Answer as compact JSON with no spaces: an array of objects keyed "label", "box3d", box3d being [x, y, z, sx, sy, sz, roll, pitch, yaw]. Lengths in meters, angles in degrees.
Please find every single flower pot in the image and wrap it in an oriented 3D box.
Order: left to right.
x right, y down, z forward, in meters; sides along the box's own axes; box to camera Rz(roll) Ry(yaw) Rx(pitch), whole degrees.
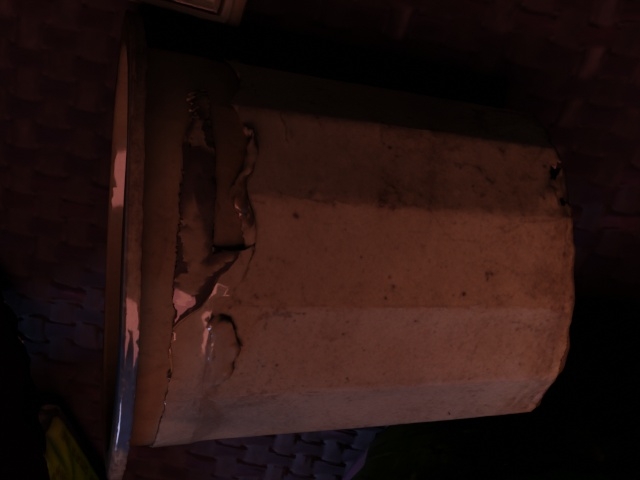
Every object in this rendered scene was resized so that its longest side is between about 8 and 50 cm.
[{"label":"flower pot","box3d":[0.000,0.000,0.705,0.203,0.212,0.212,-1,133,-11]}]

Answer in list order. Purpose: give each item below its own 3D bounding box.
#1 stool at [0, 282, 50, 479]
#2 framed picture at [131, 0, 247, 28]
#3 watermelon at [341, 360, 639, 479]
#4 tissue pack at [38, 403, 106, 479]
[{"label":"stool","box3d":[-0.356,0.127,0.776,0.330,0.297,0.297,-18,127,24]},{"label":"framed picture","box3d":[-0.140,-0.205,0.638,0.273,0.016,0.216,14,131,-7]},{"label":"watermelon","box3d":[0.151,0.238,0.792,0.363,0.363,0.363,3,132,3]},{"label":"tissue pack","box3d":[-0.201,0.212,0.975,0.173,0.073,0.235,-12,129,15]}]
